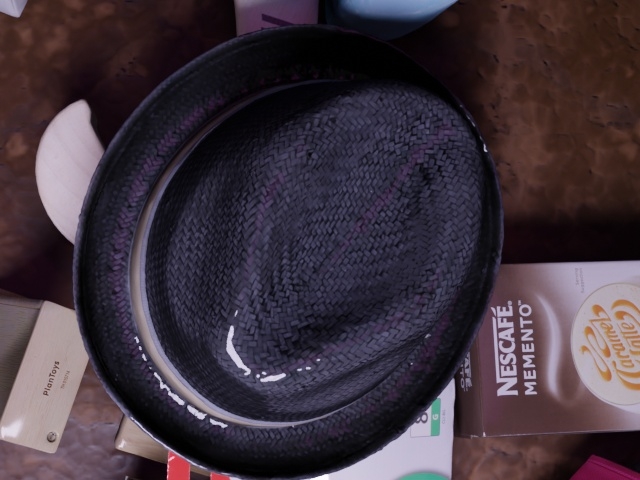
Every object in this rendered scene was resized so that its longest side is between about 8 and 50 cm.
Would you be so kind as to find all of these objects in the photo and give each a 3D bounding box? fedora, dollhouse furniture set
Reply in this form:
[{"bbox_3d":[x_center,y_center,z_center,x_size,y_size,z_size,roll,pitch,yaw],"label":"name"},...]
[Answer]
[{"bbox_3d":[0.000,0.000,0.730,0.334,0.152,0.334,2,83,-16],"label":"fedora"},{"bbox_3d":[-0.140,0.128,0.858,0.242,0.161,0.212,23,78,-27],"label":"dollhouse furniture set"}]

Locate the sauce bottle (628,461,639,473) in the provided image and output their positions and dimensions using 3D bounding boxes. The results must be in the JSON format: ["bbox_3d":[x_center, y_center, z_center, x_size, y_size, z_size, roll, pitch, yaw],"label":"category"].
[{"bbox_3d":[0.224,0.231,0.923,0.128,0.042,0.042,-33,88,-14],"label":"sauce bottle"}]

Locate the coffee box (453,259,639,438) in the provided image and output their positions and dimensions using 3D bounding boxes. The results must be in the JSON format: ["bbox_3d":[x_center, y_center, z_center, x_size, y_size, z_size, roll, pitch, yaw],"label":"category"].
[{"bbox_3d":[0.234,0.090,0.914,0.246,0.098,0.141,-2,82,-9],"label":"coffee box"}]

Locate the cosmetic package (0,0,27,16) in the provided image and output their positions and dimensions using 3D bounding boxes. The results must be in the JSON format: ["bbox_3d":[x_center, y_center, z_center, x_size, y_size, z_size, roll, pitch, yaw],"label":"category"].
[{"bbox_3d":[-0.241,-0.389,0.867,0.155,0.197,0.365,24,78,-4],"label":"cosmetic package"}]

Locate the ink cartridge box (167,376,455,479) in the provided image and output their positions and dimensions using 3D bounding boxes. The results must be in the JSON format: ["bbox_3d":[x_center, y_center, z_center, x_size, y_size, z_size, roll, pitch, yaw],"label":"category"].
[{"bbox_3d":[-0.002,0.189,0.813,0.225,0.056,0.181,3,89,-35],"label":"ink cartridge box"}]

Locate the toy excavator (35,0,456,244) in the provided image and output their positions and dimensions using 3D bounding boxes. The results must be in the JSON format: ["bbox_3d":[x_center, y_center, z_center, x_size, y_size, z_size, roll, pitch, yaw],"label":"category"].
[{"bbox_3d":[-0.009,-0.212,0.883,0.433,0.222,0.445,-2,90,-7],"label":"toy excavator"}]

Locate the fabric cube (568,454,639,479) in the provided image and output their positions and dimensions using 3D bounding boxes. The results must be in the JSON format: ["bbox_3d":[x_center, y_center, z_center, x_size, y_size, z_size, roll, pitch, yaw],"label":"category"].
[{"bbox_3d":[0.237,0.352,0.775,0.258,0.259,0.254,-41,102,-11],"label":"fabric cube"}]
